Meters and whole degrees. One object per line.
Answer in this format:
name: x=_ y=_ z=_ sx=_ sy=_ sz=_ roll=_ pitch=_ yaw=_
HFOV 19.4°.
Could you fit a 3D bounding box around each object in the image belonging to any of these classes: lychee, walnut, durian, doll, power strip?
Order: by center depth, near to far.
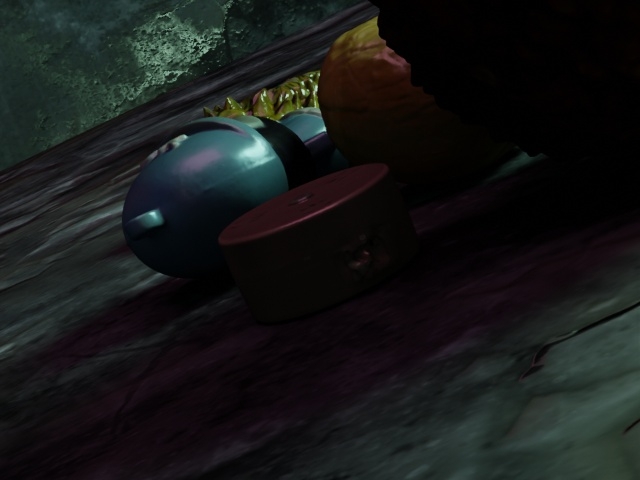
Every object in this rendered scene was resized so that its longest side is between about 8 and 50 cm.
lychee: x=0.199 y=-0.263 z=1.432 sx=0.500 sy=0.425 sz=0.424 roll=-18 pitch=7 yaw=-31
power strip: x=0.000 y=0.000 z=1.494 sx=0.154 sy=0.078 sz=0.154 roll=-23 pitch=10 yaw=4
walnut: x=0.094 y=-0.130 z=1.693 sx=0.197 sy=0.165 sz=0.165 roll=-9 pitch=16 yaw=22
doll: x=-0.076 y=-0.054 z=1.749 sx=0.177 sy=0.141 sz=0.314 roll=-31 pitch=-1 yaw=38
durian: x=-0.043 y=-0.125 z=2.084 sx=0.341 sy=0.112 sz=0.191 roll=-27 pitch=9 yaw=-26
